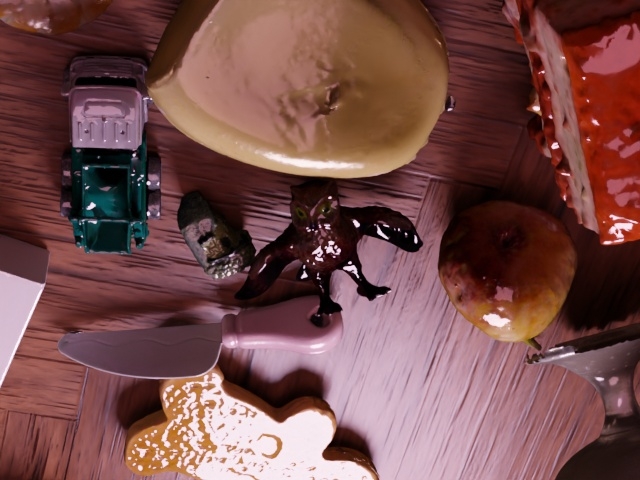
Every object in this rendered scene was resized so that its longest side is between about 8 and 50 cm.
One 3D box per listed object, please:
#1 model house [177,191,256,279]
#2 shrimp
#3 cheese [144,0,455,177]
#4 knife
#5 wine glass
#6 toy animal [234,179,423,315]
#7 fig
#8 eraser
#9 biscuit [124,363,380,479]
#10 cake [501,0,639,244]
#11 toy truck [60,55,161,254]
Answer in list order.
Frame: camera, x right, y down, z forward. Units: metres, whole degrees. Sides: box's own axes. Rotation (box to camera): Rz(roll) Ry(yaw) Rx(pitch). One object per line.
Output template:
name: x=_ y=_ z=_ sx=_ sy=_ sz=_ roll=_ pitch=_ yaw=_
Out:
model house: x=-0.119 y=-0.009 z=1.522 sx=0.066 sy=0.078 sz=0.083 roll=-27 pitch=118 yaw=8
shrimp: x=-0.274 y=-0.286 z=1.361 sx=0.161 sy=0.049 sz=0.166 roll=19 pitch=116 yaw=-19
cheese: x=-0.004 y=-0.180 z=1.403 sx=0.316 sy=0.128 sz=0.259 roll=26 pitch=111 yaw=-27
knife: x=-0.139 y=0.123 z=1.602 sx=0.336 sy=0.081 sz=0.043 roll=-9 pitch=150 yaw=1
wine glass: x=0.368 y=0.259 z=1.566 sx=0.238 sy=0.238 sz=0.322 roll=-14 pitch=87 yaw=3
toy animal: x=-0.001 y=-0.005 z=1.504 sx=0.219 sy=0.116 sz=0.179 roll=-16 pitch=126 yaw=-3
fig: x=0.226 y=0.062 z=1.582 sx=0.159 sy=0.159 sz=0.257 roll=-20 pitch=142 yaw=6
eraser: x=-0.401 y=0.136 z=1.582 sx=0.076 sy=0.078 sz=0.298 roll=21 pitch=116 yaw=-17
biscuit: x=-0.074 y=0.265 z=1.710 sx=0.340 sy=0.047 sz=0.216 roll=23 pitch=118 yaw=-21
cake: x=0.329 y=-0.189 z=1.318 sx=0.270 sy=0.319 sz=0.269 roll=-17 pitch=122 yaw=4
toy truck: x=-0.223 y=-0.079 z=1.447 sx=0.110 sy=0.116 sz=0.216 roll=2 pitch=121 yaw=-6
